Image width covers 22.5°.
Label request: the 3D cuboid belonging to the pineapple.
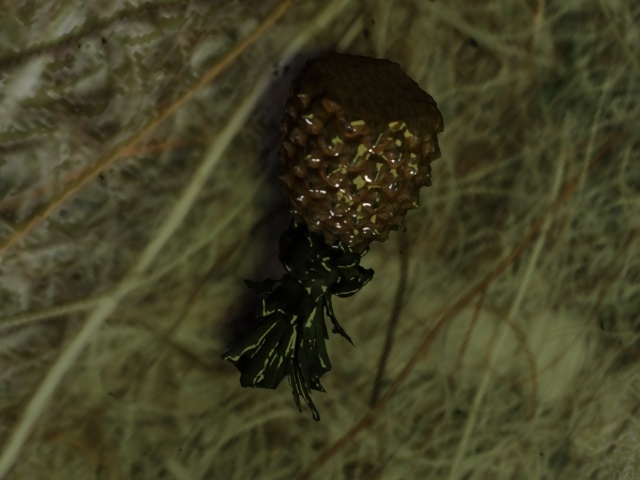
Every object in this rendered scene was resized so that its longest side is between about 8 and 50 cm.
[{"bbox_3d":[0.000,0.000,0.547,0.058,0.058,0.124,-5,129,-38],"label":"pineapple"}]
